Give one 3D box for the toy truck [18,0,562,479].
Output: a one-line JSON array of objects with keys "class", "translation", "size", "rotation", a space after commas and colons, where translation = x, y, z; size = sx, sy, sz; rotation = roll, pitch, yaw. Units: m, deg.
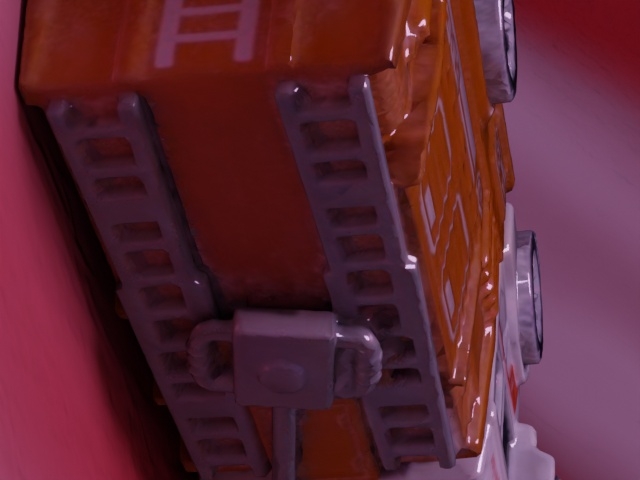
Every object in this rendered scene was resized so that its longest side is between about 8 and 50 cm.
[{"class": "toy truck", "translation": [0.000, 0.000, 0.798], "size": [0.387, 0.173, 0.207], "rotation": [73, 16, -48]}]
